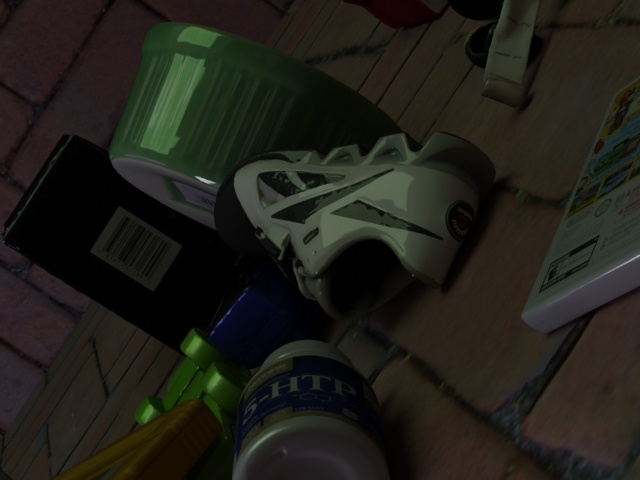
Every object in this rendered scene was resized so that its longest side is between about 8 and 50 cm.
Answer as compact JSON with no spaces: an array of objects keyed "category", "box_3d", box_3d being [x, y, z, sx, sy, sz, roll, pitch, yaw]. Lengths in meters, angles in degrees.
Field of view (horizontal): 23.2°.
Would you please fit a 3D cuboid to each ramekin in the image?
[{"category":"ramekin","box_3d":[-0.074,-0.093,1.643,0.148,0.303,0.303,-66,13,-9]}]

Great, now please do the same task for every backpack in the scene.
[{"category":"backpack","box_3d":[-0.046,0.065,1.556,0.098,0.101,0.120,-45,12,33]}]

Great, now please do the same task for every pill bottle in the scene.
[{"category":"pill bottle","box_3d":[-0.008,0.146,1.158,0.112,0.112,0.187,-53,12,14]}]

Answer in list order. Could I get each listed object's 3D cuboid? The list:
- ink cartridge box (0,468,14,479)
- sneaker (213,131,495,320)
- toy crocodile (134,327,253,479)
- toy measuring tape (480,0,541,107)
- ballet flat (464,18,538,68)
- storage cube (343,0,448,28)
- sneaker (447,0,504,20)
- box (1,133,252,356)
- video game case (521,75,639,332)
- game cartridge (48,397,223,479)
[{"category":"ink cartridge box","box_3d":[-0.460,0.386,1.807,0.279,0.160,0.385,-59,-18,-18]},{"category":"sneaker","box_3d":[0.000,0.000,1.385,0.330,0.122,0.146,-11,54,51]},{"category":"toy crocodile","box_3d":[-0.103,0.174,1.531,0.115,0.105,0.340,-56,16,3]},{"category":"toy measuring tape","box_3d":[0.210,-0.277,1.436,0.121,0.121,0.330,-40,26,53]},{"category":"ballet flat","box_3d":[0.170,-0.200,1.528,0.057,0.049,0.173,-55,12,1]},{"category":"storage cube","box_3d":[0.104,-0.404,2.021,0.215,0.183,0.193,-56,13,-6]},{"category":"sneaker","box_3d":[0.187,-0.378,1.633,0.145,0.090,0.270,-62,-19,-44]},{"category":"box","box_3d":[-0.276,-0.004,2.179,0.183,0.296,0.294,-57,12,-4]},{"category":"video game case","box_3d":[0.227,-0.058,0.982,0.227,0.026,0.206,-38,21,58]},{"category":"game cartridge","box_3d":[-0.250,0.271,1.330,0.285,0.053,0.324,-33,10,37]}]
